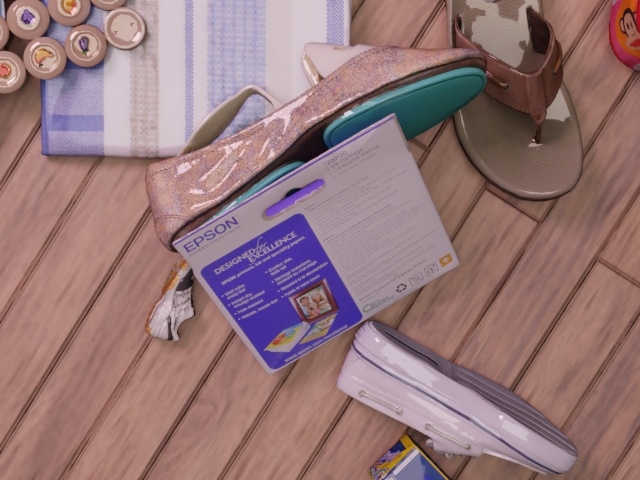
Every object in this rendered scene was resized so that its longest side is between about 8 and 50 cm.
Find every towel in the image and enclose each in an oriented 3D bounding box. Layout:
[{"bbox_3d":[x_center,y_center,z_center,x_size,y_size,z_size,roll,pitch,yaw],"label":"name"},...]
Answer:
[{"bbox_3d":[-0.110,-0.177,1.017,0.285,0.034,0.209,-1,96,-1],"label":"towel"}]

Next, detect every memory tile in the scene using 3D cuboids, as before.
[{"bbox_3d":[-0.234,-0.198,0.980,0.148,0.012,0.113,-21,97,-6],"label":"memory tile"}]

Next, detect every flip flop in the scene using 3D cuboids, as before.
[{"bbox_3d":[0.169,-0.169,1.006,0.112,0.080,0.277,-9,94,-2],"label":"flip flop"}]

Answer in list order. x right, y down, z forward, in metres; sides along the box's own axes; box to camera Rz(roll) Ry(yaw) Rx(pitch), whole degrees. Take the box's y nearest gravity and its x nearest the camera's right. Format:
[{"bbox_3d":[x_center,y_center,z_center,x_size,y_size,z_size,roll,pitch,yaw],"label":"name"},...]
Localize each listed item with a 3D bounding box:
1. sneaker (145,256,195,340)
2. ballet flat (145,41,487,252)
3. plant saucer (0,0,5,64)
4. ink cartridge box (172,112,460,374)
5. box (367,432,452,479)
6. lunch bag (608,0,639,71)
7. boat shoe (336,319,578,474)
[{"bbox_3d":[-0.127,0.053,1.036,0.037,0.032,0.083,25,97,-18],"label":"sneaker"},{"bbox_3d":[-0.015,-0.103,0.964,0.316,0.107,0.106,-29,69,1],"label":"ballet flat"},{"bbox_3d":[-0.432,-0.191,0.995,0.317,0.044,0.318,0,94,-3],"label":"plant saucer"},{"bbox_3d":[0.000,0.000,0.968,0.206,0.045,0.208,-30,138,0],"label":"ink cartridge box"},{"bbox_3d":[0.121,0.258,1.043,0.054,0.059,0.169,-44,95,-1],"label":"box"},{"bbox_3d":[0.419,-0.247,1.000,0.293,0.120,0.258,14,89,-5],"label":"lunch bag"},{"bbox_3d":[0.121,0.158,1.036,0.226,0.083,0.076,32,104,7],"label":"boat shoe"}]
